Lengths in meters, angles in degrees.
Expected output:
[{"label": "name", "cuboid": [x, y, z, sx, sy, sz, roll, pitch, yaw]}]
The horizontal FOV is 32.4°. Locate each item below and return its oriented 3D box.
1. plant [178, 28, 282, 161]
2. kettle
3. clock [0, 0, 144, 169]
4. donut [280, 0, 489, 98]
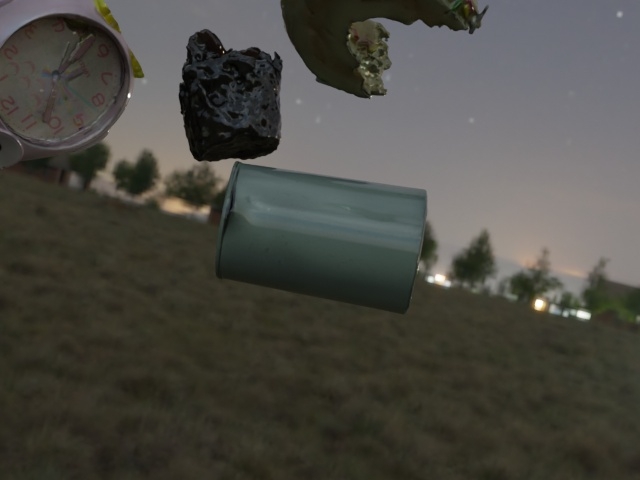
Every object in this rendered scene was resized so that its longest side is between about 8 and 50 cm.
[{"label": "plant", "cuboid": [-0.158, -0.254, 1.923, 0.178, 0.234, 0.204, -4, -13, -10]}, {"label": "kettle", "cuboid": [0.002, -0.014, 1.794, 0.317, 0.205, 0.265, 8, 19, 0]}, {"label": "clock", "cuboid": [-0.553, -0.307, 2.032, 0.250, 0.376, 0.368, 43, -17, 49]}, {"label": "donut", "cuboid": [0.088, -0.421, 1.952, 0.307, 0.150, 0.371, 32, -35, -21]}]
